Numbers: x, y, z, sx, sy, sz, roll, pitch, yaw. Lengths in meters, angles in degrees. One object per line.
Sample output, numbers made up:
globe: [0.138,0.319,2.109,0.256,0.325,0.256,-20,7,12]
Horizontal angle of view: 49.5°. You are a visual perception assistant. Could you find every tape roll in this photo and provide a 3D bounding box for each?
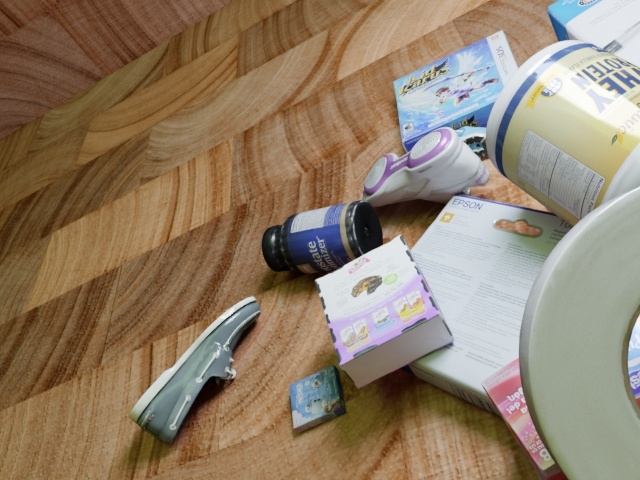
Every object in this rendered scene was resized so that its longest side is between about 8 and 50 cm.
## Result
tape roll: [0.401,0.123,0.696,0.392,0.392,0.072,-35,-6,3]

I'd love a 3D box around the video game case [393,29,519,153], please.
video game case: [0.296,-0.316,1.492,0.269,0.061,0.244,-22,38,19]

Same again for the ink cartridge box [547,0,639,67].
ink cartridge box: [0.609,-0.333,1.167,0.285,0.166,0.395,-28,38,12]

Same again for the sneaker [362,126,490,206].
sneaker: [0.189,-0.105,1.321,0.305,0.152,0.114,-18,43,60]

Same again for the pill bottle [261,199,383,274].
pill bottle: [0.000,0.000,1.343,0.219,0.123,0.123,-12,44,31]

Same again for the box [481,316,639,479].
box: [0.372,0.176,0.834,0.300,0.154,0.142,-33,38,3]

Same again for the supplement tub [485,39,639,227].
supplement tub: [0.411,-0.115,0.953,0.228,0.228,0.316,-40,50,-4]

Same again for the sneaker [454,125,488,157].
sneaker: [0.275,-0.194,1.393,0.162,0.063,0.073,-1,34,31]

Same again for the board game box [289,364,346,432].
board game box: [-0.007,0.263,1.155,0.090,0.020,0.090,-28,38,14]

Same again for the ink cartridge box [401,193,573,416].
ink cartridge box: [0.256,0.086,1.092,0.324,0.071,0.330,19,60,48]

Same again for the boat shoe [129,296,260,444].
boat shoe: [-0.212,0.242,1.308,0.099,0.116,0.319,40,67,9]

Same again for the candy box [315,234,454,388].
candy box: [0.094,0.106,1.081,0.165,0.070,0.196,-29,37,9]
